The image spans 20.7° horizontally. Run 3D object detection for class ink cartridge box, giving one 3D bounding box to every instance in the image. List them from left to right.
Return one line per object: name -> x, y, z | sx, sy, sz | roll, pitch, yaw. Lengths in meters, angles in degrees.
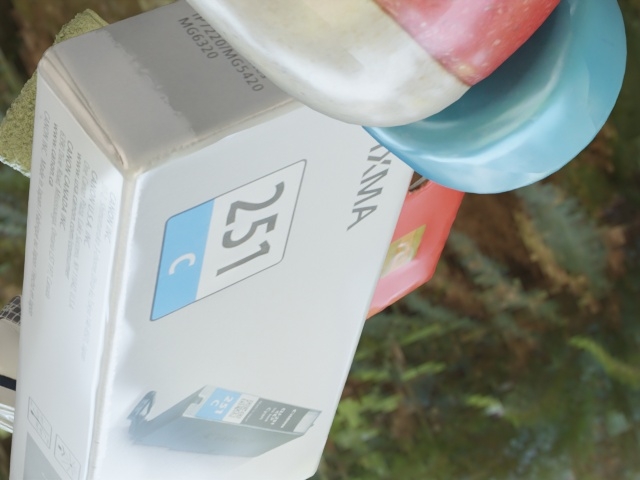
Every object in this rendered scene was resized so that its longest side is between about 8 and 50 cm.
ink cartridge box -> 0.000, 0.000, 0.728 | 0.261, 0.066, 0.296 | -26, 151, -29

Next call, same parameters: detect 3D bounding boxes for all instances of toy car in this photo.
toy car -> 0.033, -0.167, 0.387 | 0.238, 0.210, 0.219 | -42, 149, 11

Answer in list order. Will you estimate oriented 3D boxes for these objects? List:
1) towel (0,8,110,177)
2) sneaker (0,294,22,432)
towel -> -0.184, -0.103, 1.377 | 0.148, 0.110, 0.027 | -60, 179, -21
sneaker -> -0.143, 0.116, 1.299 | 0.090, 0.235, 0.095 | 113, -2, -64
